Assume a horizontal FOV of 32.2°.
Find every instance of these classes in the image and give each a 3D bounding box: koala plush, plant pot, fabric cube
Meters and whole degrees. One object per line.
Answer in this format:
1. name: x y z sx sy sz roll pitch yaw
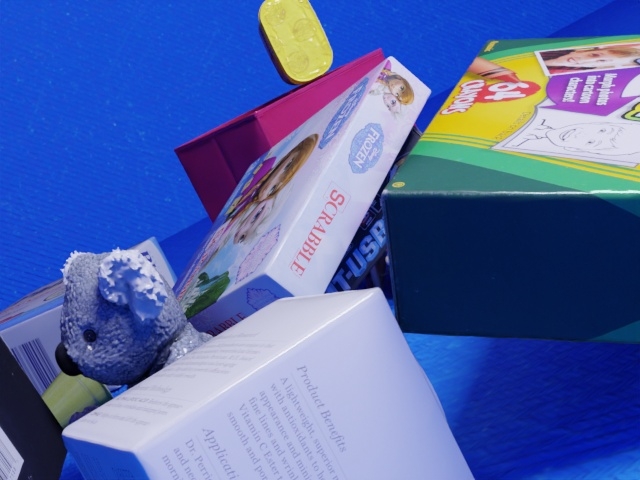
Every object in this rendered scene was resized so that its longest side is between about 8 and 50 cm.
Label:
1. koala plush: -0.170 0.105 1.058 0.203 0.221 0.196 -30 9 -21
2. plant pot: -0.324 0.205 1.431 0.079 0.083 0.083 -44 15 -22
3. fabric cube: -0.012 -0.092 1.628 0.254 0.258 0.259 -33 11 -32

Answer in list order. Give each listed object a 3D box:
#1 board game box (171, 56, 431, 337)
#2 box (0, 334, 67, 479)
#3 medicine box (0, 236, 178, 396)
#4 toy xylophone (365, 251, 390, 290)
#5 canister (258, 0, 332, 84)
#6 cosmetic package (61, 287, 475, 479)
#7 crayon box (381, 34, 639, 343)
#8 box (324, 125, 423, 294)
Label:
1. board game box: -0.048 -0.016 1.220 0.318 0.066 0.318 -31 24 51
2. box: -0.405 0.244 0.900 0.313 0.179 0.343 -27 19 4
3. medicine box: -0.376 0.143 1.670 0.264 0.149 0.289 -23 10 22
4. toy xylophone: 0.178 -0.030 1.280 0.323 0.081 0.236 -21 22 25
5. canister: -0.040 -0.283 1.579 0.073 0.126 0.170 -27 6 -2
6. cosmetic package: -0.033 0.139 0.695 0.184 0.151 0.151 -30 9 -27
7. crayon box: 0.242 -0.056 0.764 0.313 0.106 0.363 0 24 19
8. box: 0.000 0.000 1.319 0.295 0.073 0.293 -53 12 -6
